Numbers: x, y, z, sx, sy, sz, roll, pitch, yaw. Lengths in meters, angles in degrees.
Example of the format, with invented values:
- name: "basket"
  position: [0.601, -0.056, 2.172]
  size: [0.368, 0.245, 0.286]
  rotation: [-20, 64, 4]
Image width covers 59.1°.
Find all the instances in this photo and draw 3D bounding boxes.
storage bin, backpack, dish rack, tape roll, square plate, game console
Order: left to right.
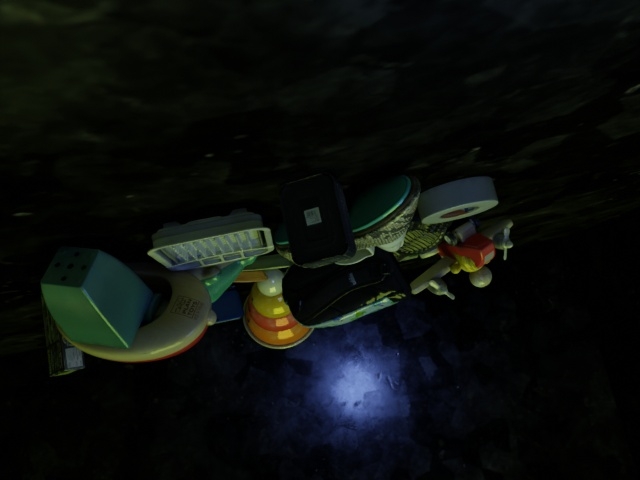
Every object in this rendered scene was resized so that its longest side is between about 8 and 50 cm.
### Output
- name: "game console"
  position: [-0.510, 0.302, 2.523]
  size: [0.294, 0.173, 0.250]
  rotation: [-9, 169, -17]
- name: "dish rack"
  position: [-0.264, -0.002, 1.408]
  size: [0.286, 0.072, 0.333]
  rotation: [-11, 170, -5]
- name: "square plate"
  position: [-0.091, 0.069, 1.953]
  size: [0.348, 0.049, 0.344]
  rotation: [-3, 176, -43]
- name: "storage bin"
  position: [-0.006, -0.040, 1.191]
  size: [0.122, 0.180, 0.084]
  rotation: [-15, 170, 14]
- name: "backpack"
  position: [0.058, 0.121, 1.665]
  size: [0.356, 0.290, 0.273]
  rotation: [-31, 164, 10]
- name: "tape roll"
  position: [0.382, -0.111, 1.591]
  size: [0.220, 0.072, 0.219]
  rotation: [-12, 169, -2]

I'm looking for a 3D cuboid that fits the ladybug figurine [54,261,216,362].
- name: "ladybug figurine"
  position: [-0.492, 0.206, 1.536]
  size: [0.450, 0.305, 0.161]
  rotation: [6, 138, 14]

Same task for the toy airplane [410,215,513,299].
- name: "toy airplane"
  position: [0.561, 0.068, 2.221]
  size: [0.386, 0.272, 0.384]
  rotation: [-36, 178, 34]

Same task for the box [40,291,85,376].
- name: "box"
  position: [-0.776, 0.263, 1.694]
  size: [0.060, 0.269, 0.216]
  rotation: [-4, 166, -36]

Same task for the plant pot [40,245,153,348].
- name: "plant pot"
  position: [-0.541, 0.123, 1.344]
  size: [0.166, 0.165, 0.234]
  rotation: [5, 144, 11]

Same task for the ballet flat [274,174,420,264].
- name: "ballet flat"
  position: [0.091, -0.025, 1.399]
  size: [0.483, 0.163, 0.182]
  rotation: [-19, 130, 43]

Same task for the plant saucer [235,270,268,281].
- name: "plant saucer"
  position: [-0.293, 0.126, 2.066]
  size: [0.200, 0.037, 0.200]
  rotation: [0, -178, 0]

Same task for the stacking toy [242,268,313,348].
- name: "stacking toy"
  position: [-0.192, 0.235, 2.432]
  size: [0.351, 0.350, 0.479]
  rotation: [-12, 151, -4]

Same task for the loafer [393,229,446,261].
- name: "loafer"
  position: [0.269, -0.019, 1.913]
  size: [0.134, 0.130, 0.366]
  rotation: [33, 136, -27]

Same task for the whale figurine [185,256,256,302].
- name: "whale figurine"
  position: [-0.306, 0.102, 1.700]
  size: [0.272, 0.141, 0.216]
  rotation: [-23, -169, -7]

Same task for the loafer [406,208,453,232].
- name: "loafer"
  position: [0.303, -0.069, 1.722]
  size: [0.224, 0.078, 0.076]
  rotation: [-3, 137, -23]
